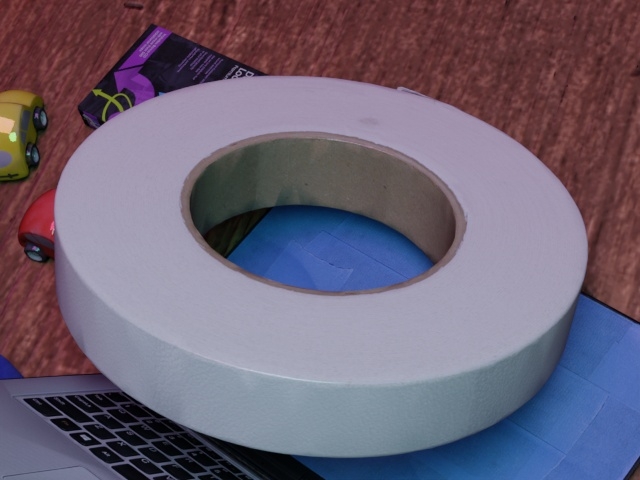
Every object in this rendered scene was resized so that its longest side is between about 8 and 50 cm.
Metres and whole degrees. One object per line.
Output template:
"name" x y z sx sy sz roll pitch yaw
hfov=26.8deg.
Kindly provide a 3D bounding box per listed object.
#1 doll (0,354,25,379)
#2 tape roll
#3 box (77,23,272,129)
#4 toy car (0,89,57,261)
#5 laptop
"doll" -0.321 0.104 1.109 0.189 0.046 0.129 32 68 29
"tape roll" 0.000 0.000 0.991 0.392 0.072 0.392 5 35 -3
"box" -0.126 -0.126 1.227 0.162 0.029 0.116 26 66 25
"toy car" -0.313 -0.024 1.188 0.225 0.053 0.239 -31 55 -8
"laptop" -0.004 0.098 0.932 0.382 0.408 0.236 30 102 29
